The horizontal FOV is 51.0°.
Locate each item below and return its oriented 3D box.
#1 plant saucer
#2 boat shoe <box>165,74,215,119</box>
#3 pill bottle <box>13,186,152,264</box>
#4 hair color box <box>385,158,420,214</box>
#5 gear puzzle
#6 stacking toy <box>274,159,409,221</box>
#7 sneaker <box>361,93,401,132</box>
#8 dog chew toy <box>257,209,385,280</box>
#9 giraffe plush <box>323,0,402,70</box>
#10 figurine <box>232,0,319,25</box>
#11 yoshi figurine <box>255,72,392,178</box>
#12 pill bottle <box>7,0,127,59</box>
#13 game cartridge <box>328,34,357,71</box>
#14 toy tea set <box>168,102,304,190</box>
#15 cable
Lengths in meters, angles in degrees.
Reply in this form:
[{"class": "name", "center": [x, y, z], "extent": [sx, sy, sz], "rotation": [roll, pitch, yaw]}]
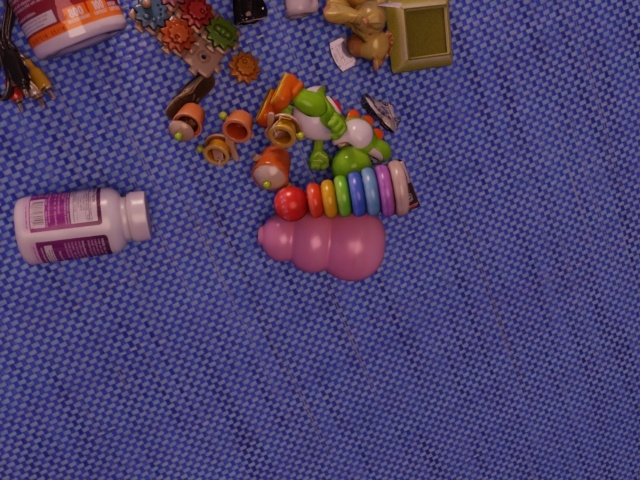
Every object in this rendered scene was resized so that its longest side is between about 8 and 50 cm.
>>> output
[{"class": "plant saucer", "center": [0.272, -0.548, 1.770], "extent": [0.188, 0.045, 0.188], "rotation": [-13, 105, -18]}, {"class": "boat shoe", "center": [-0.332, -0.366, 1.700], "extent": [0.152, 0.049, 0.056], "rotation": [-41, 126, -5]}, {"class": "pill bottle", "center": [-0.579, -0.042, 1.661], "extent": [0.302, 0.169, 0.169], "rotation": [-8, 104, -10]}, {"class": "hair color box", "center": [0.218, -0.147, 1.869], "extent": [0.072, 0.043, 0.141], "rotation": [-25, 106, -4]}, {"class": "gear puzzle", "center": [-0.291, -0.502, 1.651], "extent": [0.339, 0.044, 0.175], "rotation": [37, 73, -17]}, {"class": "stacking toy", "center": [0.048, -0.106, 1.677], "extent": [0.331, 0.141, 0.141], "rotation": [-10, 105, 0]}, {"class": "sneaker", "center": [0.165, -0.354, 1.812], "extent": [0.135, 0.052, 0.058], "rotation": [41, 82, -25]}, {"class": "dog chew toy", "center": [0.000, 0.000, 1.783], "extent": [0.332, 0.206, 0.206], "rotation": [5, 102, -5]}, {"class": "giraffe plush", "center": [0.121, -0.536, 1.705], "extent": [0.181, 0.210, 0.170], "rotation": [-44, 143, -24]}, {"class": "figurine", "center": [-0.125, -0.655, 1.660], "extent": [0.215, 0.092, 0.209], "rotation": [-11, 101, -10]}, {"class": "yoshi figurine", "center": [0.015, -0.260, 1.735], "extent": [0.362, 0.203, 0.203], "rotation": [26, 112, -19]}, {"class": "pill bottle", "center": [-0.613, -0.624, 1.487], "extent": [0.224, 0.224, 0.392], "rotation": [-24, 107, -6]}, {"class": "game cartridge", "center": [0.057, -0.492, 1.769], "extent": [0.056, 0.017, 0.083], "rotation": [-29, 107, -8]}, {"class": "toy tea set", "center": [-0.212, -0.226, 1.664], "extent": [0.336, 0.124, 0.200], "rotation": [10, 139, 4]}, {"class": "cable", "center": [-0.744, -0.448, 1.605], "extent": [0.140, 0.072, 0.287], "rotation": [-17, 94, 10]}]
